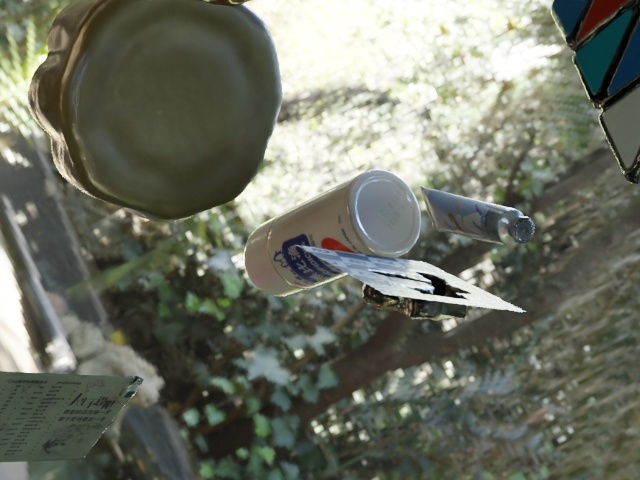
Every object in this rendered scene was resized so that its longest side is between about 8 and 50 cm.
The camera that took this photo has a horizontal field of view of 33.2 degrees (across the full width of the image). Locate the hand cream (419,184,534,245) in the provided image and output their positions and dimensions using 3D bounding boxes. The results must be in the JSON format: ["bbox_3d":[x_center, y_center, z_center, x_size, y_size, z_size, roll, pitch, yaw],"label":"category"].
[{"bbox_3d":[0.250,-0.035,1.774,0.271,0.058,0.091,19,-42,59],"label":"hand cream"}]

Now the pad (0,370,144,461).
[{"bbox_3d":[-0.340,0.203,1.203,0.265,0.159,0.009,10,38,-45],"label":"pad"}]

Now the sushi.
[{"bbox_3d":[0.100,0.063,1.273,0.279,0.192,0.043,-154,-107,-66],"label":"sushi"}]

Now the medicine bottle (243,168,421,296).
[{"bbox_3d":[0.000,0.000,1.609,0.341,0.130,0.130,-22,-85,55],"label":"medicine bottle"}]

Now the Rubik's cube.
[{"bbox_3d":[0.281,-0.217,0.767,0.250,0.284,0.234,52,-38,45],"label":"Rubik's cube"}]

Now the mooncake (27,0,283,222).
[{"bbox_3d":[-0.256,-0.218,1.644,0.200,0.378,0.378,19,-41,56],"label":"mooncake"}]

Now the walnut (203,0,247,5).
[{"bbox_3d":[-0.117,-0.416,1.184,0.344,0.306,0.306,3,48,-47],"label":"walnut"}]
